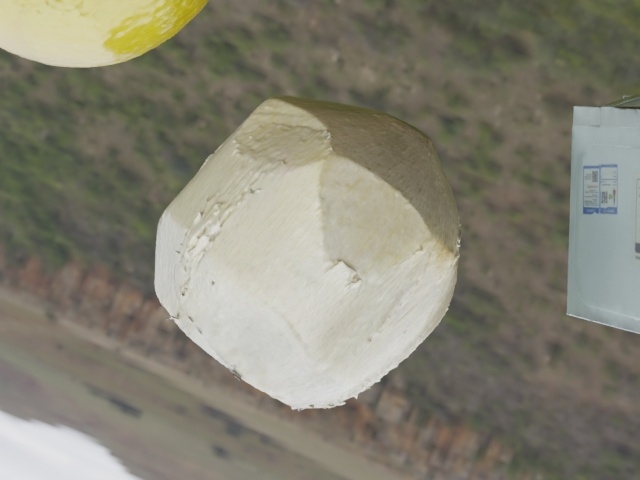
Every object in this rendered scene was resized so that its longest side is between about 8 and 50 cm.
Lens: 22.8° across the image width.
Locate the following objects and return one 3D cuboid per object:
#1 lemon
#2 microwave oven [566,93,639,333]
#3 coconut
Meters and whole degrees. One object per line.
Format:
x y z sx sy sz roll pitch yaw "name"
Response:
-0.167 -0.235 1.048 0.236 0.236 0.263 20 133 17 "lemon"
0.253 -0.009 0.966 0.122 0.162 0.208 -2 -174 -20 "microwave oven"
0.000 0.000 1.304 0.245 0.247 0.245 39 -178 -1 "coconut"
